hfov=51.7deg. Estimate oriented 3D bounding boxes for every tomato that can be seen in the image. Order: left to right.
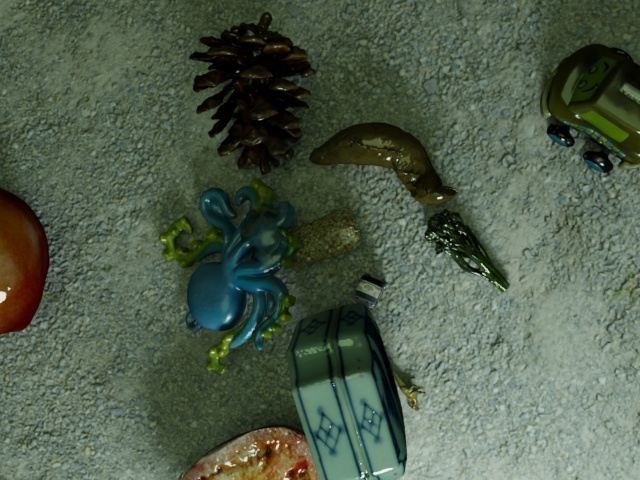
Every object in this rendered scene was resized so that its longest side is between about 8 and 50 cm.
[{"bbox_3d":[-0.101,0.508,1.289,0.338,0.144,0.338,1,94,8],"label":"tomato"}]

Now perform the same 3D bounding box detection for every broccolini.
[{"bbox_3d":[0.290,0.019,1.275,0.203,0.068,0.091,38,76,8],"label":"broccolini"}]

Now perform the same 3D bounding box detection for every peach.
[{"bbox_3d":[-0.708,0.049,1.345,0.308,0.308,0.332,-27,100,8],"label":"peach"}]

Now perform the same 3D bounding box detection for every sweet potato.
[{"bbox_3d":[0.129,-0.164,1.295,0.310,0.098,0.124,21,99,13],"label":"sweet potato"}]

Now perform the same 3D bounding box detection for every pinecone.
[{"bbox_3d":[-0.134,-0.281,1.278,0.244,0.244,0.309,2,102,10],"label":"pinecone"}]

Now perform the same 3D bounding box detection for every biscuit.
[{"bbox_3d":[0.000,0.000,1.321,0.168,0.082,0.070,-23,121,9],"label":"biscuit"}]

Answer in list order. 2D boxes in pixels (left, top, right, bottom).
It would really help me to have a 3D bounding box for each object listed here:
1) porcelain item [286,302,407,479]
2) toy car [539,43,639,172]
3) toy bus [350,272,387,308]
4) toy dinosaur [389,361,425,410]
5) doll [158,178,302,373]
[{"bbox_3d":[0.055,0.273,1.181,0.157,0.286,0.281,-14,98,8],"label":"porcelain item"},{"bbox_3d":[0.526,-0.246,1.174,0.248,0.198,0.204,37,95,10],"label":"toy car"},{"bbox_3d":[0.095,0.100,1.287,0.052,0.102,0.058,22,95,10],"label":"toy bus"},{"bbox_3d":[0.173,0.285,1.304,0.041,0.026,0.113,-27,93,25],"label":"toy dinosaur"},{"bbox_3d":[-0.167,0.054,1.326,0.341,0.099,0.346,-45,65,12],"label":"doll"}]
